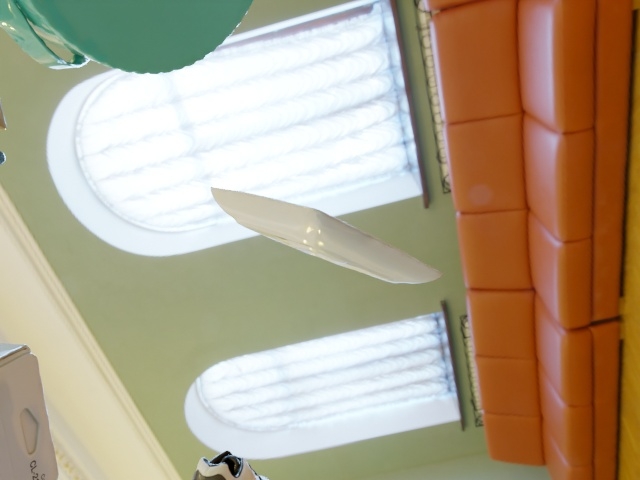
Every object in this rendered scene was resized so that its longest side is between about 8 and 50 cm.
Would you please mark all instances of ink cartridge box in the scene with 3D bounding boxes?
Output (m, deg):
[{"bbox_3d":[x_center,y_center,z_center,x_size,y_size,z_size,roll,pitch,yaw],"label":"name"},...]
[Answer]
[{"bbox_3d":[-0.306,0.145,0.361,0.072,0.175,0.127,-43,-48,-71],"label":"ink cartridge box"}]

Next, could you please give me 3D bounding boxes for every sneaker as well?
[{"bbox_3d":[-0.051,0.160,0.308,0.109,0.040,0.043,61,-144,-67],"label":"sneaker"}]

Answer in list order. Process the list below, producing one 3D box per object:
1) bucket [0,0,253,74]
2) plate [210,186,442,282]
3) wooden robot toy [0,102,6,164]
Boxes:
[{"bbox_3d":[-0.167,-0.258,0.321,0.281,0.183,0.281,-49,-24,-31],"label":"bucket"},{"bbox_3d":[0.000,0.000,0.719,0.277,0.278,0.045,25,-96,-40],"label":"plate"},{"bbox_3d":[-0.290,-0.053,0.301,0.076,0.173,0.079,56,164,-14],"label":"wooden robot toy"}]
